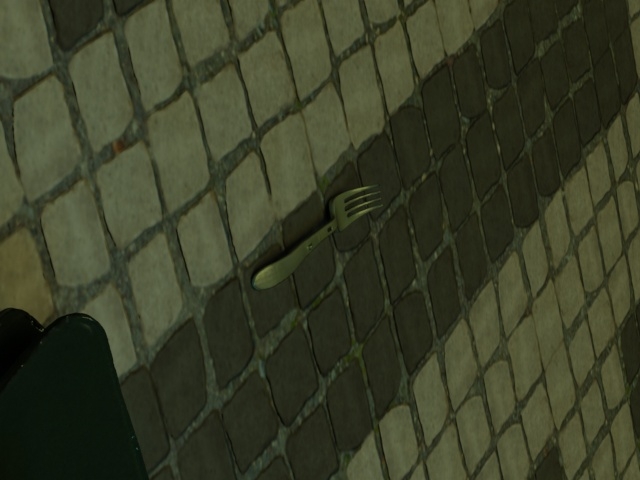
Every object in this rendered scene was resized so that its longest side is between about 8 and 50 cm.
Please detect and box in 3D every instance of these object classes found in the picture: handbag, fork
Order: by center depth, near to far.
[{"bbox_3d":[-0.203,0.206,1.334,0.247,0.079,0.260,-53,137,-48],"label":"handbag"},{"bbox_3d":[-0.006,-0.001,1.790,0.219,0.028,0.034,-39,130,-52],"label":"fork"}]
